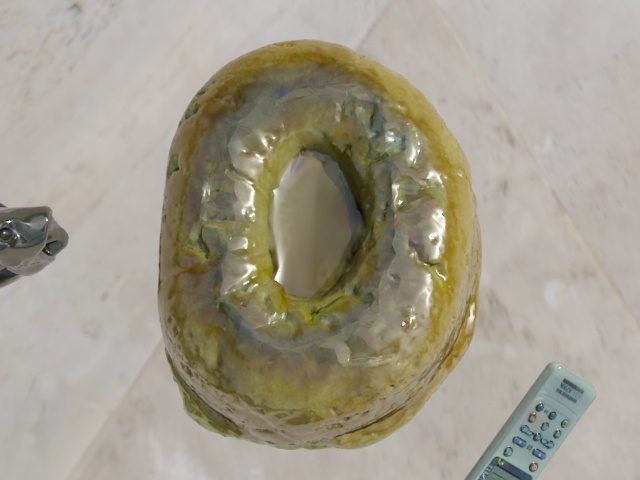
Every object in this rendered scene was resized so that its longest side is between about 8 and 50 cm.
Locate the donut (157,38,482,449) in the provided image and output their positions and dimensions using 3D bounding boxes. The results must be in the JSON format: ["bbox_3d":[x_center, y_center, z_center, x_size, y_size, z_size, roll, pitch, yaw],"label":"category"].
[{"bbox_3d":[0.000,0.000,1.094,0.209,0.128,0.261,-3,75,1],"label":"donut"}]

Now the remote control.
[{"bbox_3d":[0.160,0.151,1.310,0.053,0.018,0.124,34,95,-29],"label":"remote control"}]

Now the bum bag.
[{"bbox_3d":[-0.340,0.009,1.499,0.326,0.142,0.079,-11,72,39],"label":"bum bag"}]
